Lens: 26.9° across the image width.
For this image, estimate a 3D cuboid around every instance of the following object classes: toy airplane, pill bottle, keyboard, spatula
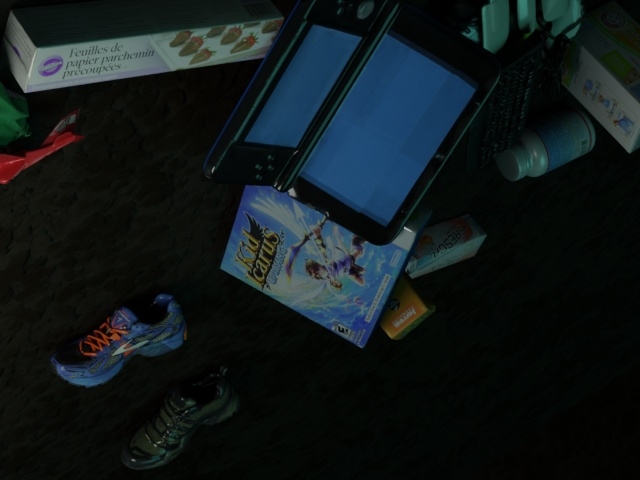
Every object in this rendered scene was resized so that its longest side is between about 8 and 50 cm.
[{"bbox_3d":[-0.322,-0.094,1.486,0.151,0.028,0.151,-32,176,-2],"label":"toy airplane"},{"bbox_3d":[0.374,-0.160,2.241,0.160,0.087,0.087,-25,152,-23],"label":"pill bottle"},{"bbox_3d":[0.290,-0.211,1.930,0.201,0.033,0.317,-41,165,-10],"label":"keyboard"},{"bbox_3d":[0.269,-0.369,1.741,0.168,0.019,0.242,-28,134,-21],"label":"spatula"}]

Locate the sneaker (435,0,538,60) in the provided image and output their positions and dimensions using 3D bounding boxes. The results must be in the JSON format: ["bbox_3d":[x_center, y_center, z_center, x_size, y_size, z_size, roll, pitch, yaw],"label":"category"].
[{"bbox_3d":[0.171,-0.271,1.811,0.300,0.111,0.121,-35,146,-20],"label":"sneaker"}]

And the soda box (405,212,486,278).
[{"bbox_3d":[0.201,0.012,2.340,0.183,0.058,0.063,-19,149,-34],"label":"soda box"}]

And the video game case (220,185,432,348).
[{"bbox_3d":[0.000,0.000,1.863,0.061,0.244,0.269,-53,169,-42],"label":"video game case"}]

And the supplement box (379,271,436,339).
[{"bbox_3d":[0.069,0.037,2.006,0.078,0.233,0.080,-41,171,7],"label":"supplement box"}]

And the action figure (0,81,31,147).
[{"bbox_3d":[-0.368,-0.137,1.381,0.137,0.063,0.232,-43,160,8],"label":"action figure"}]

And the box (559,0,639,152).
[{"bbox_3d":[0.462,-0.255,2.064,0.114,0.203,0.103,-28,153,-22],"label":"box"}]

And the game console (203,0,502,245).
[{"bbox_3d":[0.042,-0.149,1.623,0.293,0.173,0.250,-58,156,17],"label":"game console"}]

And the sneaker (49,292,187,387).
[{"bbox_3d":[-0.292,0.134,1.923,0.221,0.083,0.087,-26,139,-33],"label":"sneaker"}]

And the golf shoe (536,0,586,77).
[{"bbox_3d":[0.322,-0.301,1.960,0.094,0.077,0.198,-24,150,-25],"label":"golf shoe"}]

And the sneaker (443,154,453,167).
[{"bbox_3d":[0.185,-0.164,1.964,0.222,0.118,0.083,-20,149,-32],"label":"sneaker"}]

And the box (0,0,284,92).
[{"bbox_3d":[-0.187,-0.225,1.462,0.324,0.067,0.063,-16,146,-39],"label":"box"}]

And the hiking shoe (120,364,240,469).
[{"bbox_3d":[-0.244,0.288,2.232,0.227,0.086,0.114,-35,141,-17],"label":"hiking shoe"}]
